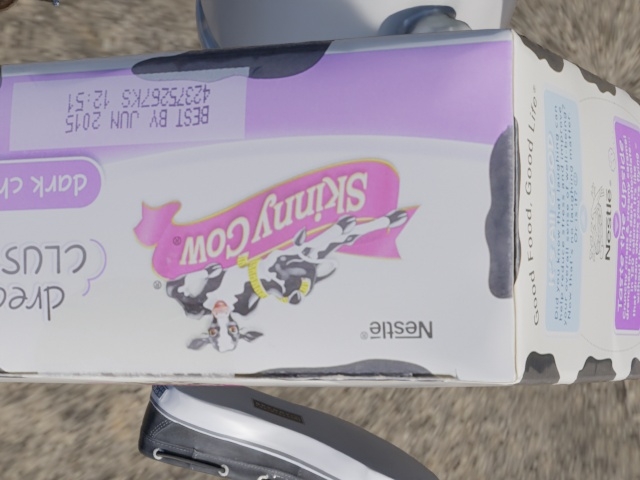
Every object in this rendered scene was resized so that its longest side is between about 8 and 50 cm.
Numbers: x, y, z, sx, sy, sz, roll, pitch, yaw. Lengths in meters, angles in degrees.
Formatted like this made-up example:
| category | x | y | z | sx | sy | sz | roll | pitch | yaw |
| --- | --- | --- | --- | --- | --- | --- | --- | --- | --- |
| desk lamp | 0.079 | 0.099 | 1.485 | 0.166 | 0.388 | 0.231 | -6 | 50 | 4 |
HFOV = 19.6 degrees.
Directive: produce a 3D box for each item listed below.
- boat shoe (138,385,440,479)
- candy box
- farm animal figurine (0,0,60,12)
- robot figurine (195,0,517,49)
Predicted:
| category | x | y | z | sx | sy | sz | roll | pitch | yaw |
| --- | --- | --- | --- | --- | --- | --- | --- | --- | --- |
| boat shoe | -0.024 | 0.165 | 1.331 | 0.228 | 0.080 | 0.076 | 21 | 105 | -14 |
| candy box | 0.000 | 0.000 | 0.460 | 0.165 | 0.196 | 0.070 | -1 | 87 | 23 |
| farm animal figurine | -0.256 | -0.083 | 0.932 | 0.172 | 0.330 | 0.326 | -8 | 95 | 50 |
| robot figurine | 0.030 | -0.184 | 1.138 | 0.200 | 0.353 | 0.300 | -5 | 61 | -13 |
